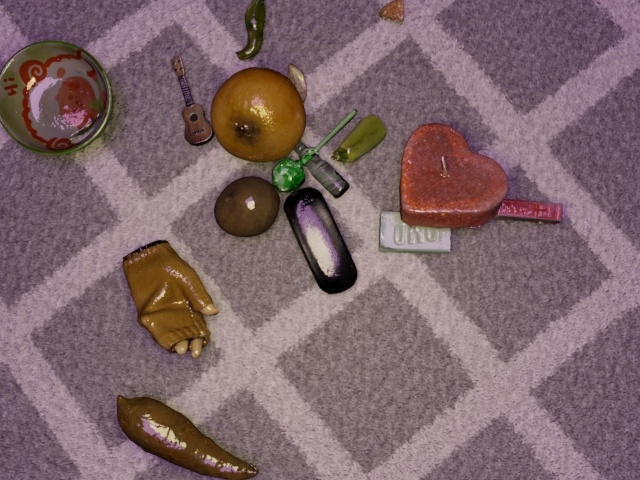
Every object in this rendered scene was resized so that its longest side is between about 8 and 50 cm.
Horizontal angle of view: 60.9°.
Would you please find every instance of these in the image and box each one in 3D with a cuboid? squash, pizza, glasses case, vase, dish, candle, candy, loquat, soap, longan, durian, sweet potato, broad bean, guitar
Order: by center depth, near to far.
[{"bbox_3d":[-0.365,0.538,1.451,0.423,0.130,0.130,29,85,3],"label":"sweet potato"},{"bbox_3d":[0.323,-0.162,1.474,0.287,0.131,0.317,-37,67,-9],"label":"candle"},{"bbox_3d":[-0.017,-0.248,1.486,0.323,0.097,0.097,-40,83,28],"label":"candy"},{"bbox_3d":[-0.170,-0.337,1.489,0.263,0.263,0.262,0,83,1],"label":"loquat"},{"bbox_3d":[-0.202,-0.092,1.506,0.187,0.167,0.167,-19,83,0],"label":"longan"},{"bbox_3d":[0.000,0.000,1.527,0.122,0.075,0.314,-25,87,-4],"label":"glasses case"},{"bbox_3d":[0.263,-0.022,1.533,0.199,0.063,0.114,1,82,1],"label":"soap"},{"bbox_3d":[0.098,-0.273,1.563,0.200,0.075,0.090,-42,103,-25],"label":"squash"},{"bbox_3d":[-0.007,-0.212,1.565,0.060,0.060,0.211,-43,79,-4],"label":"vase"},{"bbox_3d":[-0.747,-0.398,1.577,0.325,0.124,0.323,0,90,-1],"label":"dish"},{"bbox_3d":[-0.065,-0.455,1.593,0.052,0.066,0.130,-15,92,0],"label":"durian"},{"bbox_3d":[-0.387,-0.412,1.606,0.084,0.038,0.270,-18,86,-1],"label":"guitar"},{"bbox_3d":[-0.198,-0.639,1.625,0.071,0.048,0.213,15,87,2],"label":"broad bean"},{"bbox_3d":[0.222,-0.677,1.631,0.083,0.025,0.078,-26,79,5],"label":"pizza"}]

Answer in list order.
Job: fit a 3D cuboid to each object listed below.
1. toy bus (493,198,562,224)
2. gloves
[{"bbox_3d":[0.579,-0.081,1.526,0.193,0.077,0.064,4,86,3],"label":"toy bus"},{"bbox_3d":[-0.405,0.161,1.481,0.203,0.155,0.356,-27,68,-9],"label":"gloves"}]
